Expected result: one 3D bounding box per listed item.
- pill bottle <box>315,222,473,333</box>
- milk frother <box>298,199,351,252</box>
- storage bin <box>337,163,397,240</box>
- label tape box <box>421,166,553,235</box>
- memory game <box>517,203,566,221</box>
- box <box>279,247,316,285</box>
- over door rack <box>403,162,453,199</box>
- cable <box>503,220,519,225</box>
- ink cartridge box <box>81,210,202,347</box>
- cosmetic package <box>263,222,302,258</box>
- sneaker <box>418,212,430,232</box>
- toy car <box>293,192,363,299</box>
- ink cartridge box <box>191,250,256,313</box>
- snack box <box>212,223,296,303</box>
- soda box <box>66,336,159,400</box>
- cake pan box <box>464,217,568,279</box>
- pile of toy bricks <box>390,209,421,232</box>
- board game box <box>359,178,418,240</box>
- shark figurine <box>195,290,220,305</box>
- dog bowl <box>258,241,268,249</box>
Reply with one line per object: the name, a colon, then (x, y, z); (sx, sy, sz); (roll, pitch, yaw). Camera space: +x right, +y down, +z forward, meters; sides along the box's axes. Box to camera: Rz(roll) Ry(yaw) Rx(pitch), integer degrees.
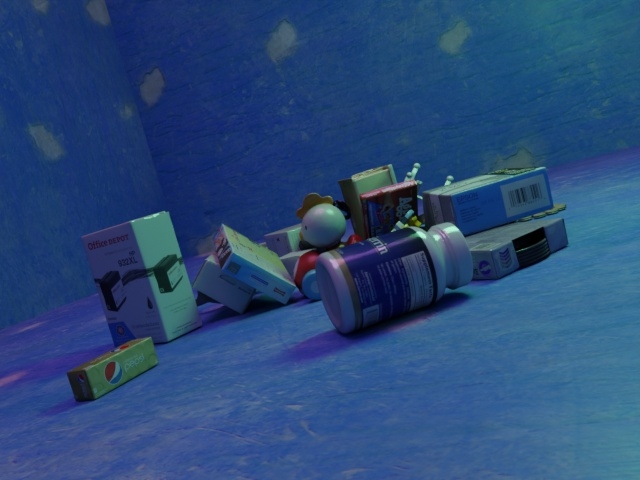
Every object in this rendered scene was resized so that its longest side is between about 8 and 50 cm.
pill bottle: (0.136, 0.061, 1.222); (0.264, 0.153, 0.153); (-17, 5, -15)
milk frother: (0.015, -0.040, 1.994); (0.129, 0.135, 0.143); (16, -35, -3)
storage bin: (0.161, -0.075, 1.973); (0.123, 0.263, 0.260); (-19, 6, -7)
label tape box: (0.389, -0.103, 1.666); (0.240, 0.106, 0.333); (-16, 8, -7)
memory game: (0.637, -0.081, 1.974); (0.186, 0.012, 0.186); (-15, 6, 1)
box: (-0.065, 0.080, 1.959); (0.101, 0.087, 0.101); (-13, 6, 32)
over door rack: (0.391, -0.149, 2.082); (0.239, 0.108, 0.324); (25, 7, 12)
cable: (0.463, -0.050, 1.823); (0.139, 0.072, 0.287); (-14, 7, 9)
ink cartridge box: (-0.457, 0.102, 1.692); (0.223, 0.308, 0.129); (-12, 6, 38)
cosmetic package: (-0.065, 0.028, 2.153); (0.151, 0.152, 0.183); (-19, 5, -28)
sneaker: (0.315, -0.030, 2.026); (0.130, 0.109, 0.286); (-24, -3, 11)
toy car: (0.000, 0.000, 1.684); (0.210, 0.238, 0.219); (-25, 6, 0)
ink cartridge box: (-0.246, 0.107, 1.794); (0.154, 0.093, 0.212); (28, 3, -4)
snack box: (-0.184, 0.055, 1.767); (0.060, 0.187, 0.322); (-58, 18, 6)
soda box: (-0.408, 0.253, 1.320); (0.058, 0.061, 0.181); (-13, 6, 31)
cake pan box: (0.362, 0.021, 1.441); (0.245, 0.070, 0.266); (-22, 8, -34)
pile of toy bricks: (0.218, 0.022, 1.667); (0.118, 0.105, 0.212); (-43, -12, -35)
board game box: (0.186, -0.037, 1.742); (0.144, 0.281, 0.027); (-17, 50, -4)
shark figurine: (-0.260, 0.146, 1.980); (0.278, 0.166, 0.116); (-43, -4, -39)
dog bowl: (-0.251, 0.081, 2.428); (0.348, 0.102, 0.349); (-16, 5, 1)
